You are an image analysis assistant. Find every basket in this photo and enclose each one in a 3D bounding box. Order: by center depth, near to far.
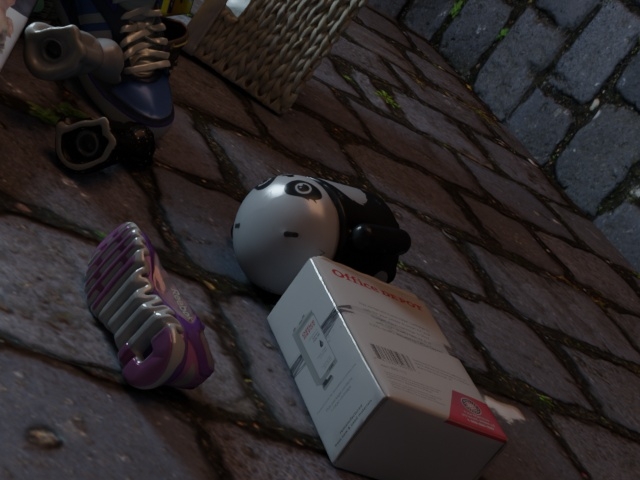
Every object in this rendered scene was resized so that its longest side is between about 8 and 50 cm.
[{"bbox_3d":[-0.082,-0.477,2.480,0.266,0.328,0.331,36,18,-8],"label":"basket"}]

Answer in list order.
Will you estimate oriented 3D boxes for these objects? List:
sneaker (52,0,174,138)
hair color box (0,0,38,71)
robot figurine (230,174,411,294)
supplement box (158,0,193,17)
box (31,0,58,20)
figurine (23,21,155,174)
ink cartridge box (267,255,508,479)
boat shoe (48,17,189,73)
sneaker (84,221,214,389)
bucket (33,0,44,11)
[{"bbox_3d":[-0.278,-0.342,1.850,0.130,0.236,0.322,-14,69,-44],"label":"sneaker"},{"bbox_3d":[-0.485,-0.307,1.635,0.174,0.105,0.347,33,27,-20],"label":"hair color box"},{"bbox_3d":[0.002,-0.002,1.722,0.278,0.209,0.173,11,44,-52],"label":"robot figurine"},{"bbox_3d":[-0.323,-0.528,2.234,0.194,0.195,0.356,17,11,-3],"label":"supplement box"},{"bbox_3d":[-0.508,-0.445,2.100,0.184,0.045,0.191,44,20,15],"label":"box"},{"bbox_3d":[-0.307,-0.198,1.703,0.209,0.092,0.214,-12,83,-75],"label":"figurine"},{"bbox_3d":[0.078,0.169,1.536,0.207,0.117,0.283,23,23,-33],"label":"ink cartridge box"},{"bbox_3d":[-0.338,-0.343,2.066,0.116,0.096,0.324,44,20,21],"label":"boat shoe"},{"bbox_3d":[-0.183,0.080,1.356,0.105,0.095,0.236,27,25,-44],"label":"sneaker"},{"bbox_3d":[-0.458,-0.513,1.896,0.183,0.281,0.281,37,19,4],"label":"bucket"}]
